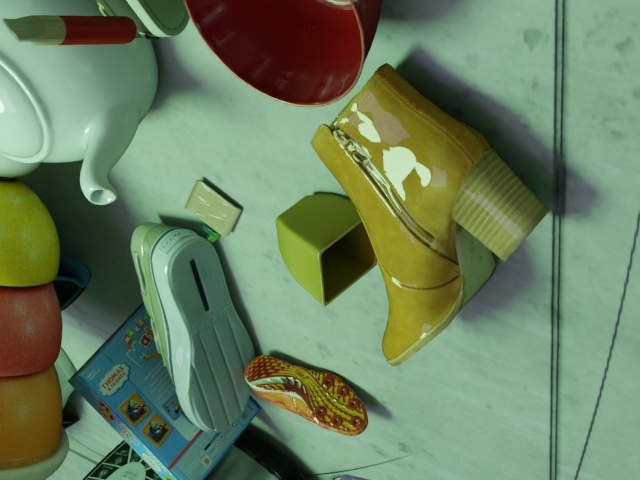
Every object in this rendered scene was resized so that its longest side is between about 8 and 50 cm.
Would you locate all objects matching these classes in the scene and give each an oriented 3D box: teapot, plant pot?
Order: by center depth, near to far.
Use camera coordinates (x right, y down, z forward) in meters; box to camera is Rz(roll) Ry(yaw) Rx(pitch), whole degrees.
[{"bbox_3d":[0.000,0.000,1.270,0.083,0.081,0.081,33,147,32],"label":"plant pot"},{"bbox_3d":[-0.309,-0.173,1.277,0.256,0.187,0.252,1,129,44],"label":"teapot"}]

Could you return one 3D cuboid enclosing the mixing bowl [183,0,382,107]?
[{"bbox_3d":[-0.017,-0.212,1.030,0.181,0.098,0.181,26,144,21],"label":"mixing bowl"}]

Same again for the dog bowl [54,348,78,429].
[{"bbox_3d":[-0.540,0.202,1.987,0.349,0.102,0.349,26,143,22],"label":"dog bowl"}]

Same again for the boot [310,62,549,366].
[{"bbox_3d":[0.070,-0.022,1.171,0.211,0.104,0.295,42,141,8],"label":"boot"}]

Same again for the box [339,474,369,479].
[{"bbox_3d":[0.054,0.485,1.640,0.057,0.201,0.293,2,131,43],"label":"box"}]

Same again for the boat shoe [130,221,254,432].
[{"bbox_3d":[-0.156,0.103,1.528,0.094,0.109,0.302,30,139,43],"label":"boat shoe"}]

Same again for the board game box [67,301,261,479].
[{"bbox_3d":[-0.197,0.199,1.601,0.211,0.160,0.039,49,143,-11],"label":"board game box"}]

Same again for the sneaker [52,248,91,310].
[{"bbox_3d":[-0.437,-0.042,1.632,0.139,0.125,0.341,-24,115,31],"label":"sneaker"}]

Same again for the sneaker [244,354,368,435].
[{"bbox_3d":[-0.011,0.189,1.516,0.175,0.064,0.067,25,163,30],"label":"sneaker"}]

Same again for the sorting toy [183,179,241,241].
[{"bbox_3d":[-0.125,-0.031,1.409,0.062,0.012,0.083,34,142,2],"label":"sorting toy"}]

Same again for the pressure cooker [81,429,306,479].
[{"bbox_3d":[-0.215,0.487,1.707,0.375,0.420,0.370,39,148,3],"label":"pressure cooker"}]

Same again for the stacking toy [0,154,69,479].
[{"bbox_3d":[-0.424,0.032,1.480,0.350,0.350,0.480,21,99,27],"label":"stacking toy"}]

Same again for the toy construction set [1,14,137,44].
[{"bbox_3d":[-0.257,-0.298,0.948,0.257,0.237,0.309,-21,88,33],"label":"toy construction set"}]

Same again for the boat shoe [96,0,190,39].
[{"bbox_3d":[-0.206,-0.282,1.149,0.068,0.081,0.228,-1,130,39],"label":"boat shoe"}]
